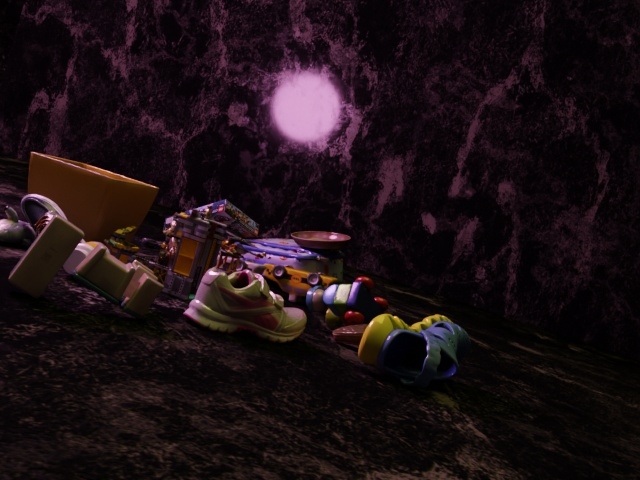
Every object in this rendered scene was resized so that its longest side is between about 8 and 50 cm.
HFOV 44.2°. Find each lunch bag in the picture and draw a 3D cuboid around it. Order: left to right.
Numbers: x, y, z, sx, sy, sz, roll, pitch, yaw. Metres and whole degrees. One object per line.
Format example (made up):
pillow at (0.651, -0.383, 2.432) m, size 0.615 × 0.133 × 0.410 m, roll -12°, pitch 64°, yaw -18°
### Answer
lunch bag at (-0.091, 0.060, 2.247) m, size 0.303 × 0.115 × 0.243 m, roll 9°, pitch 5°, yaw 36°

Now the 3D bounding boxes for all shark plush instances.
shark plush at (-0.602, 0.002, 1.595) m, size 0.067 × 0.073 × 0.161 m, roll 44°, pitch -2°, yaw 38°

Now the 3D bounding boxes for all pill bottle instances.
pill bottle at (-0.439, 0.036, 1.469) m, size 0.065 × 0.065 × 0.116 m, roll 17°, pitch 2°, yaw 1°

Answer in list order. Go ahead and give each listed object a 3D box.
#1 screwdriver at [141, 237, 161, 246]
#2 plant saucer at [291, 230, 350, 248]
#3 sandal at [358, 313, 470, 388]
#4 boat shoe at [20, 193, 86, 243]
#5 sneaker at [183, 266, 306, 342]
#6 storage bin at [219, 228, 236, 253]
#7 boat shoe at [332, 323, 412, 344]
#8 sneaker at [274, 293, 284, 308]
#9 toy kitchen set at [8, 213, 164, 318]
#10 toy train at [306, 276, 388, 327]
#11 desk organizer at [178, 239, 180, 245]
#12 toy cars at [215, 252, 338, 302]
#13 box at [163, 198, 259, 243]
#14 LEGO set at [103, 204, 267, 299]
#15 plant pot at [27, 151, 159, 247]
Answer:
screwdriver at (-0.461, 0.017, 2.256) m, size 0.024 × 0.025 × 0.170 m, roll 18°, pitch -6°, yaw 23°
plant saucer at (0.000, 0.000, 2.211) m, size 0.168 × 0.029 × 0.168 m, roll 4°, pitch 8°, yaw -1°
sandal at (0.203, 0.218, 1.479) m, size 0.138 × 0.126 × 0.317 m, roll 31°, pitch 16°, yaw 34°
boat shoe at (-0.537, -0.024, 1.552) m, size 0.183 × 0.065 × 0.083 m, roll 44°, pitch 9°, yaw 7°
sneaker at (-0.119, 0.114, 1.429) m, size 0.252 × 0.111 × 0.103 m, roll 15°, pitch 4°, yaw -42°
storage bin at (-0.321, 0.018, 2.260) m, size 0.135 × 0.098 × 0.091 m, roll 17°, pitch 47°, yaw -16°
boat shoe at (0.111, 0.206, 1.604) m, size 0.178 × 0.060 × 0.064 m, roll 1°, pitch 10°, yaw 15°
sneaker at (-0.102, 0.138, 1.672) m, size 0.070 × 0.051 × 0.134 m, roll 11°, pitch 1°, yaw -22°
toy kitchen set at (-0.380, 0.058, 1.282) m, size 0.207 × 0.122 × 0.166 m, roll 38°, pitch -5°, yaw -21°
toy train at (0.077, 0.179, 1.759) m, size 0.143 × 0.105 × 0.248 m, roll 0°, pitch -35°, yaw 30°
desk organizer at (-0.354, 0.034, 2.147) m, size 0.130 × 0.050 × 0.047 m, roll 17°, pitch 3°, yaw -12°
toy cars at (-0.146, 0.096, 1.970) m, size 0.393 × 0.087 × 0.176 m, roll 12°, pitch 0°, yaw -28°
box at (-0.320, -0.038, 2.314) m, size 0.233 × 0.044 × 0.159 m, roll -15°, pitch -36°, yaw 31°
LEGO set at (-0.293, 0.003, 1.691) m, size 0.255 × 0.192 × 0.331 m, roll 19°, pitch 3°, yaw 26°
plant pot at (-0.514, -0.065, 1.732) m, size 0.212 × 0.187 × 0.212 m, roll 17°, pitch 3°, yaw 14°
